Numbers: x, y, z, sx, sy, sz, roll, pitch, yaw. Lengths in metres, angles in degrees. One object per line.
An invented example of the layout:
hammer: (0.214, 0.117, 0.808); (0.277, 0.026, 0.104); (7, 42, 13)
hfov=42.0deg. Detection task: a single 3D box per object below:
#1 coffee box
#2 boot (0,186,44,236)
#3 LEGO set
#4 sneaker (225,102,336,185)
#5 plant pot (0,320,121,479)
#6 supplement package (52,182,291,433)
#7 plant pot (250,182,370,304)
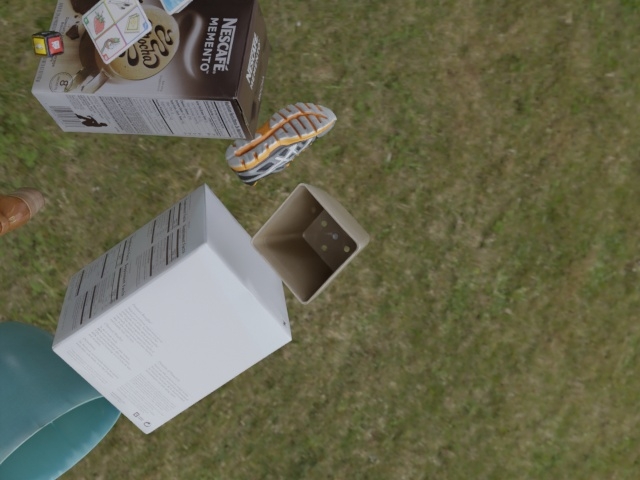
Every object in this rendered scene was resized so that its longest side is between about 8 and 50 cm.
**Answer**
coffee box: (-0.233, -0.248, 1.192); (0.119, 0.297, 0.168); (70, 26, -66)
boot: (-0.574, -0.037, 1.378); (0.152, 0.197, 0.073); (-56, 132, -59)
LEGO set: (-0.208, -0.252, 0.716); (0.060, 0.244, 0.183); (-34, 99, -49)
sneaker: (-0.068, -0.174, 1.499); (0.214, 0.084, 0.083); (-28, 143, -8)
plant pot: (-0.537, 0.286, 1.477); (0.293, 0.235, 0.293); (-39, 163, -14)
supplement package: (-0.211, 0.096, 1.217); (0.262, 0.198, 0.199); (-34, 117, 10)
plant pot: (0.000, 0.000, 1.050); (0.109, 0.109, 0.096); (-47, 165, 23)
